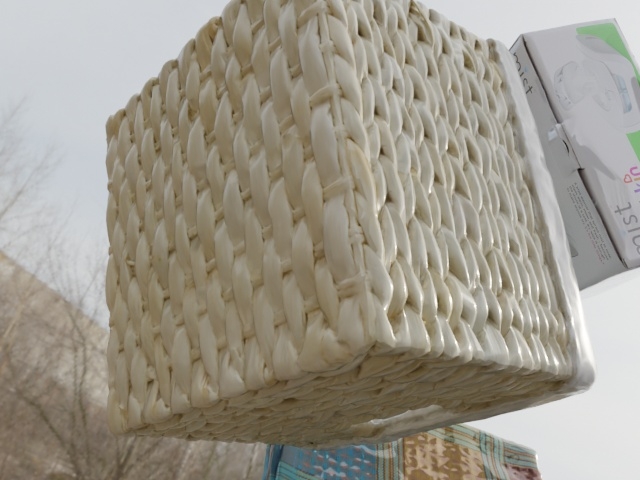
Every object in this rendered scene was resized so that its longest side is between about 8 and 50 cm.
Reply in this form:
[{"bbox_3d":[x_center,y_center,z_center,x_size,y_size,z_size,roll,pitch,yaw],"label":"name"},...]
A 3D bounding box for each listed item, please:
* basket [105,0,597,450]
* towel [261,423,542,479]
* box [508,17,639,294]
[{"bbox_3d":[0.000,0.000,0.571,0.266,0.331,0.328,13,-30,-42],"label":"basket"},{"bbox_3d":[0.111,0.289,0.758,0.370,0.271,0.040,20,-58,-10],"label":"towel"},{"bbox_3d":[0.271,-0.069,0.746,0.127,0.262,0.231,-13,-16,-15],"label":"box"}]
